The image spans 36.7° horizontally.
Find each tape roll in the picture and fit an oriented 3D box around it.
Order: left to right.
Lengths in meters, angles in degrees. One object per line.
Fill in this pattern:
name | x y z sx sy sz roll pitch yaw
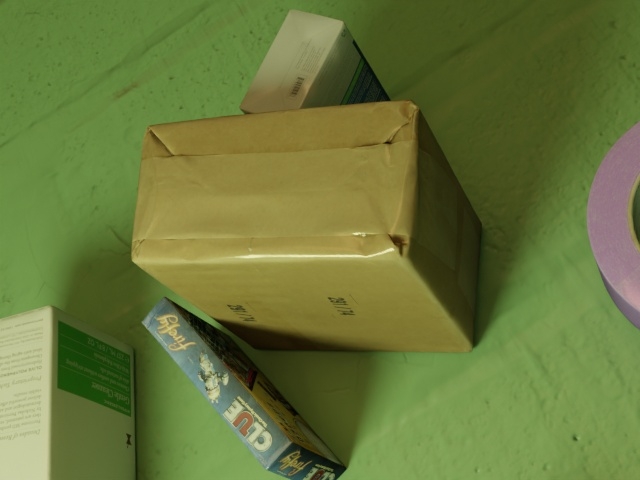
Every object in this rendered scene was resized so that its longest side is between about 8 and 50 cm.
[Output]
tape roll | 0.427 -0.017 1.018 0.274 0.090 0.275 -9 64 20

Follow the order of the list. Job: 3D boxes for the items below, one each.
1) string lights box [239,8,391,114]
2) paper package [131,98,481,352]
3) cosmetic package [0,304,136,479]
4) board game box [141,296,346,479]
string lights box | 0.015 -0.141 1.147 0.076 0.260 0.133 20 77 28
paper package | 0.000 0.000 1.056 0.309 0.325 0.168 -1 68 22
cosmetic package | -0.331 0.289 1.150 0.155 0.197 0.366 -15 65 16
board game box | -0.088 0.178 1.111 0.042 0.165 0.243 -46 58 -1
